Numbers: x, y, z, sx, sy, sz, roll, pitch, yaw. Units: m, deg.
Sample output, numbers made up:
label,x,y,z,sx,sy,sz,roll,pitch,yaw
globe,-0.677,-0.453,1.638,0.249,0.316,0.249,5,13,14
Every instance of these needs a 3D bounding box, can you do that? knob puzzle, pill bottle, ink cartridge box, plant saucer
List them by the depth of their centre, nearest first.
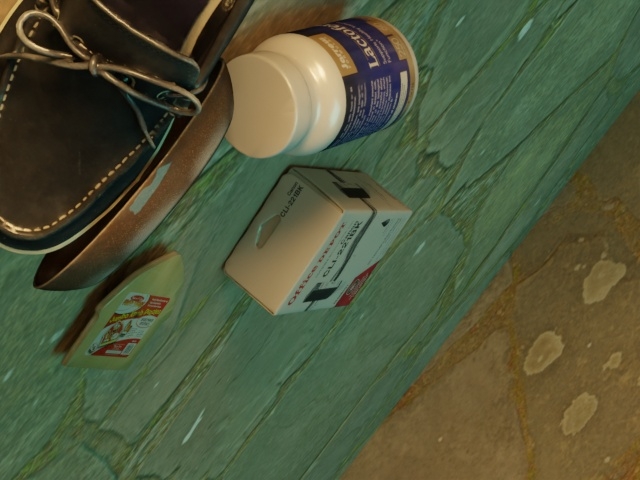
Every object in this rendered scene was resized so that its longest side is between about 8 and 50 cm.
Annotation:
label,x,y,z,sx,sy,sz,roll,pitch,yaw
plant saucer,-0.187,-0.060,1.470,0.310,0.050,0.310,-46,-165,16
pill bottle,-0.005,-0.188,1.729,0.265,0.153,0.153,-25,148,-52
knob puzzle,-0.253,0.088,1.864,0.213,0.030,0.213,-42,158,-21
ink cartridge box,0.000,0.000,2.134,0.197,0.114,0.273,-56,159,16

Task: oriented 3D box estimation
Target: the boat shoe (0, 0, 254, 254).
label,x,y,z,sx,sy,sz,roll,pitch,yaw
boat shoe,-0.176,-0.185,1.239,0.500,0.187,0.156,-51,-167,18
